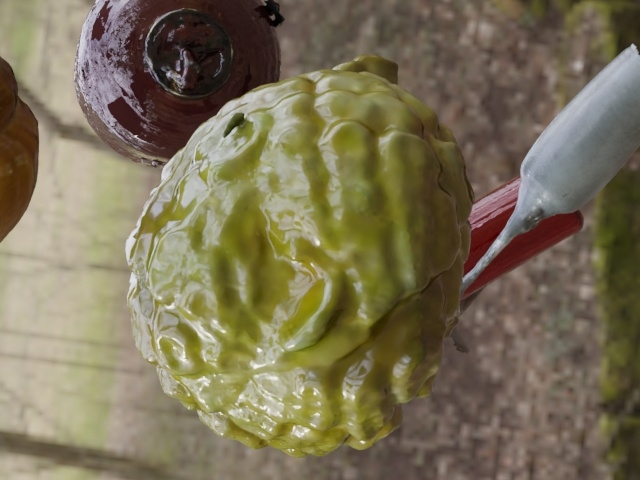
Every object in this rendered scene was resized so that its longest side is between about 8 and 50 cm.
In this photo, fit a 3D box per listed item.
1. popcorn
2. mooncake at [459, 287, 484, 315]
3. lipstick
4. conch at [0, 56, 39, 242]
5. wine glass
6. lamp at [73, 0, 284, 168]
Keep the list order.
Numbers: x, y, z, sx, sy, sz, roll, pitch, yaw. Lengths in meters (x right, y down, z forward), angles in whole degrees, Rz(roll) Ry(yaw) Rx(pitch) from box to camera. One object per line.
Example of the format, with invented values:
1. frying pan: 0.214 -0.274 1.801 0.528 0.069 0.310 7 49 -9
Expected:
1. popcorn: 0.000 0.000 1.181 0.237 0.206 0.251 75 -148 -42
2. mooncake: 0.079 0.055 1.706 0.125 0.073 0.130 -46 16 -17
3. lipstick: 0.088 0.030 1.602 0.073 0.280 0.073 59 179 2
4. conch: -0.248 -0.007 1.229 0.093 0.109 0.330 -33 -31 -52
5. wine glass: 0.167 -0.036 1.396 0.262 0.074 0.074 -50 16 10
6. lamp: -0.116 -0.149 1.592 0.258 0.180 0.180 174 104 -79
